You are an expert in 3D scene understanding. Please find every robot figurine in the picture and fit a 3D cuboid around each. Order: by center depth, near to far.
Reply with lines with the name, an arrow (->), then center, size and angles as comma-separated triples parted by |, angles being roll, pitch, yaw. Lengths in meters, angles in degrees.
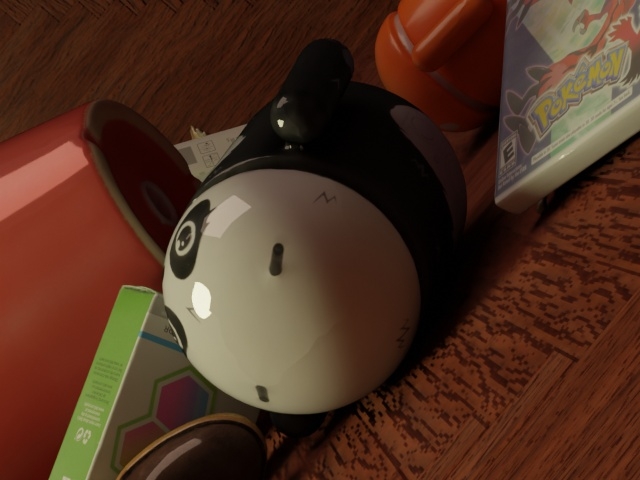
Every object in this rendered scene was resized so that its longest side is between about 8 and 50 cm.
robot figurine -> -0.002, -0.002, 1.303 | 0.173, 0.209, 0.278 | -32, 14, 27
robot figurine -> 0.133, -0.178, 1.630 | 0.219, 0.128, 0.158 | -46, 28, 24

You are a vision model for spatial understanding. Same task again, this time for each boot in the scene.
boot -> -0.109, 0.234, 1.224 | 0.248, 0.090, 0.207 | -48, 18, 5

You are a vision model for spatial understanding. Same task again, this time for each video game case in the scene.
video game case -> 0.174, -0.135, 1.188 | 0.201, 0.023, 0.183 | -39, 37, 49

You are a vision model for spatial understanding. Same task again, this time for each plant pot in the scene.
plant pot -> -0.205, 0.037, 1.502 | 0.243, 0.275, 0.275 | -35, 10, 16

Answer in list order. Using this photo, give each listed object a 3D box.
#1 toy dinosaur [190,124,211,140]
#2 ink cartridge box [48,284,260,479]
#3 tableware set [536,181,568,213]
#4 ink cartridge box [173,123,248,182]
toy dinosaur -> -0.011, -0.077, 2.141 | 0.200, 0.127, 0.296 | -15, 15, -17
ink cartridge box -> -0.116, 0.147, 1.365 | 0.062, 0.109, 0.209 | 8, 76, 60
tableware set -> 0.177, -0.088, 1.250 | 0.154, 0.024, 0.104 | -49, 6, 15
ink cartridge box -> -0.090, -0.011, 1.909 | 0.181, 0.056, 0.224 | -17, -42, -10
